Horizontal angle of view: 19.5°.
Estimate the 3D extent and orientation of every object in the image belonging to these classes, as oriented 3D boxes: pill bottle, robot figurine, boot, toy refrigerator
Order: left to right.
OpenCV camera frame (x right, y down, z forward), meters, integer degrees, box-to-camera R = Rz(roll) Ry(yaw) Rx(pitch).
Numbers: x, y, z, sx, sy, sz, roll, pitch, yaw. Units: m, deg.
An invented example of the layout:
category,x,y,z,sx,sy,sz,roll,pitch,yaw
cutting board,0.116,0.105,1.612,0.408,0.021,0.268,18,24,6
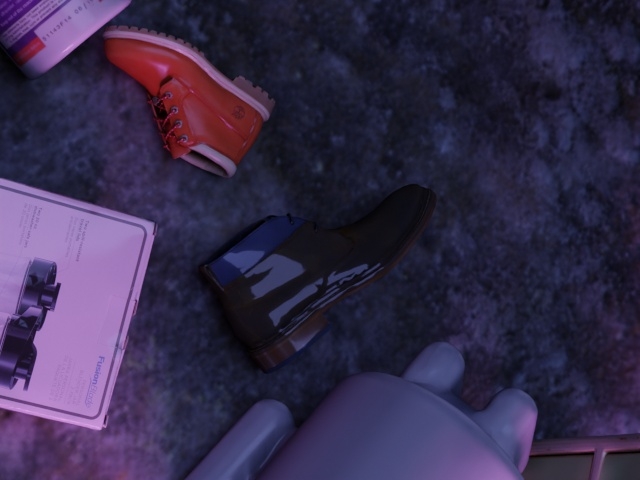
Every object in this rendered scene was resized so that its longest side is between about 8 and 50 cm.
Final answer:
category,x,y,z,sx,sy,sz,roll,pitch,yaw
pill bottle,-0.247,-0.231,1.455,0.108,0.108,0.193,-44,101,-26
boot,-0.119,-0.115,1.527,0.158,0.059,0.084,30,74,-19
boot,0.000,0.000,1.550,0.219,0.082,0.106,-45,104,-23
robot figurine,0.030,0.245,1.452,0.300,0.199,0.353,32,63,23
toy refrigerator,0.227,0.218,1.511,0.094,0.269,0.102,24,72,-26

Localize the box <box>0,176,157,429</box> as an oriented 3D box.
category,x,y,z,sx,sy,sz,roll,pitch,yaw
box,-0.285,0.027,1.387,0.290,0.087,0.169,15,85,-23
